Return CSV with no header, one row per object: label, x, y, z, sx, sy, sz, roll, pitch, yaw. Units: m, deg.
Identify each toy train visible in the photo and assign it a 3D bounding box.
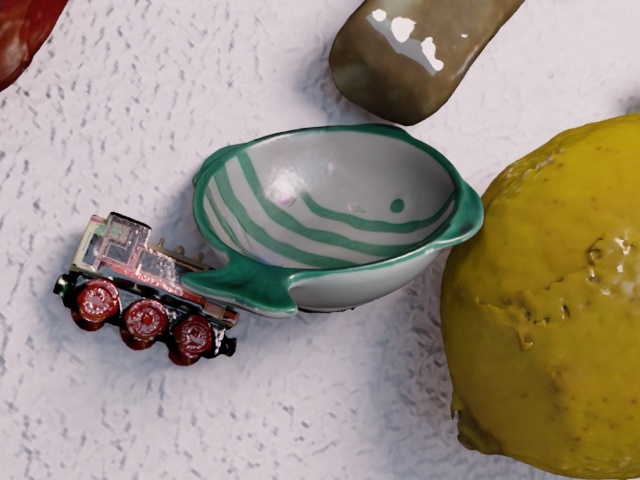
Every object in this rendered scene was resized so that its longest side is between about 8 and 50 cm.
toy train,-0.120,0.038,0.635,0.137,0.050,0.087,23,71,-14

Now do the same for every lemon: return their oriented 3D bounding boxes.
lemon,0.216,0.045,0.644,0.310,0.253,0.253,-39,94,-5

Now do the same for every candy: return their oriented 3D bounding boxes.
candy,0.103,-0.199,0.721,0.104,0.102,0.234,41,70,-5

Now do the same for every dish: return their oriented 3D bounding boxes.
dish,0.000,0.000,0.632,0.224,0.078,0.246,15,39,22

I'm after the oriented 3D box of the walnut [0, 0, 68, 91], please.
walnut,-0.243,-0.209,0.532,0.221,0.244,0.269,11,82,-17
